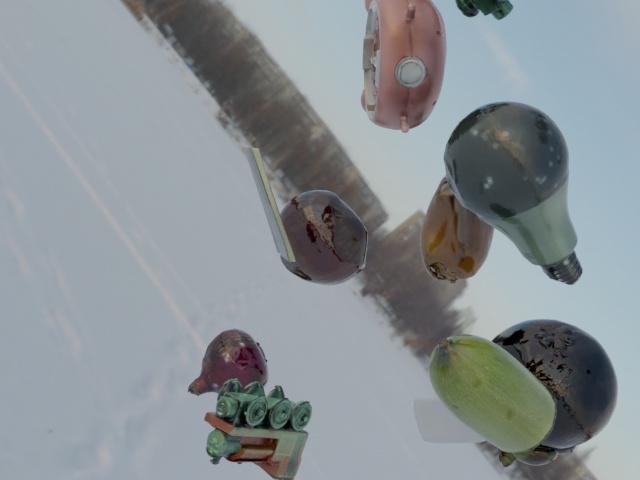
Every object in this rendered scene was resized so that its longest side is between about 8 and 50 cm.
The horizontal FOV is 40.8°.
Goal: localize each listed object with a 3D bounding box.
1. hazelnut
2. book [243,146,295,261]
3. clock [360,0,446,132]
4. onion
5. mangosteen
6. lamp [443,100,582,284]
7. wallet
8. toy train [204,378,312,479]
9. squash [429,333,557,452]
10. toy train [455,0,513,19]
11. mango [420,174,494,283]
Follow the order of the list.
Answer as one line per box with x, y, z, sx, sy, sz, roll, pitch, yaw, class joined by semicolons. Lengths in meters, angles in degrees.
0.007;-0.005;1.718;0.201;0.170;0.160;57;-29;-6;hazelnut
-0.088;-0.063;1.463;0.138;0.016;0.198;-149;-140;-78;book
0.145;-0.292;1.401;0.241;0.142;0.227;-92;-177;-70;clock
-0.212;0.314;2.014;0.135;0.198;0.173;24;-34;52;onion
0.488;0.324;1.831;0.313;0.297;0.297;65;-4;-15;mangosteen
0.299;-0.069;1.313;0.182;0.182;0.313;51;-8;51;lamp
0.317;0.432;2.079;0.032;0.183;0.124;-29;104;-55;wallet
-0.082;0.249;1.121;0.074;0.118;0.176;18;-1;37;toy train
0.249;0.225;1.311;0.247;0.132;0.132;37;9;-39;squash
0.249;-0.491;1.439;0.248;0.159;0.101;44;-34;-21;toy train
0.318;-0.045;1.979;0.153;0.287;0.201;3;-10;42;mango
